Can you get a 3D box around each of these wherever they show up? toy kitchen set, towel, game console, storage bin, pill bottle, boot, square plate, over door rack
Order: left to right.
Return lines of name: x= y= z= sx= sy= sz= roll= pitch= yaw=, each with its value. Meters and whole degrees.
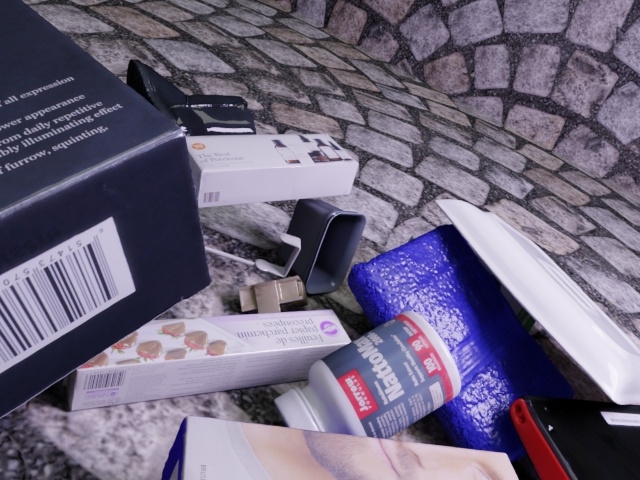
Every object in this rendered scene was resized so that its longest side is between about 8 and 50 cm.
over door rack: x=-0.192 y=-0.043 z=0.802 sx=0.324 sy=0.108 sz=0.239 roll=9 pitch=34 yaw=-9
boot: x=-0.263 y=-0.275 z=1.138 sx=0.207 sy=0.094 sz=0.246 roll=-10 pitch=51 yaw=-38
toy kitchen set: x=-0.061 y=0.095 z=0.774 sx=0.083 sy=0.075 sz=0.068 roll=-11 pitch=77 yaw=3
storage bin: x=0.000 y=0.000 z=0.863 sx=0.098 sy=0.135 sz=0.091 roll=0 pitch=28 yaw=-47
pill bottle: x=0.048 y=0.163 z=0.600 sx=0.180 sy=0.108 sz=0.108 roll=-28 pitch=50 yaw=-13
towel: x=0.195 y=0.125 z=0.742 sx=0.227 sy=0.076 sz=0.308 roll=-23 pitch=72 yaw=-43
square plate: x=0.351 y=0.084 z=0.823 sx=0.344 sy=0.049 sz=0.347 roll=21 pitch=29 yaw=-51
game console: x=0.418 y=0.339 z=0.629 sx=0.386 sy=0.060 sz=0.342 roll=14 pitch=35 yaw=-30

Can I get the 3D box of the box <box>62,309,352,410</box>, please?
box: x=-0.117 y=0.130 z=0.639 sx=0.324 sy=0.067 sz=0.063 roll=1 pitch=38 yaw=-32

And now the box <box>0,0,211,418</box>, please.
box: x=-0.347 y=-0.057 z=0.530 sx=0.293 sy=0.212 sz=0.395 roll=-34 pitch=59 yaw=-29

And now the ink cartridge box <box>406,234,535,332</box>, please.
ink cartridge box: x=0.248 y=0.078 z=0.948 sx=0.208 sy=0.087 sz=0.153 roll=8 pitch=34 yaw=-23

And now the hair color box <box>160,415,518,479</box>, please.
hair color box: x=0.035 y=0.273 z=0.479 sx=0.339 sy=0.110 sz=0.185 roll=14 pitch=31 yaw=-19

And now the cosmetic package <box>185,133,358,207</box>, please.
cosmetic package: x=-0.074 y=-0.106 z=0.789 sx=0.239 sy=0.060 sz=0.099 roll=-8 pitch=38 yaw=-32
